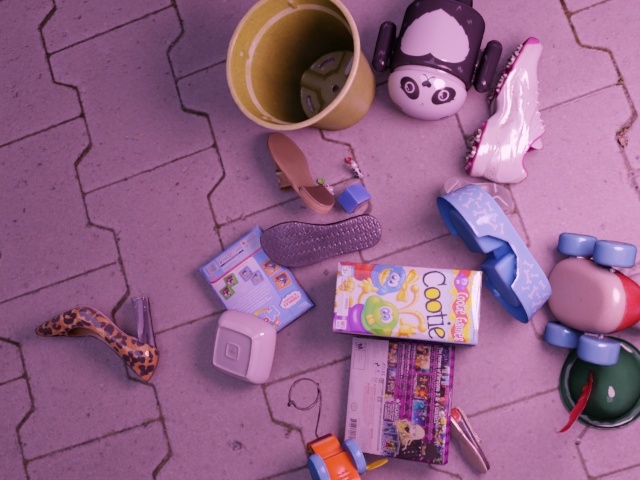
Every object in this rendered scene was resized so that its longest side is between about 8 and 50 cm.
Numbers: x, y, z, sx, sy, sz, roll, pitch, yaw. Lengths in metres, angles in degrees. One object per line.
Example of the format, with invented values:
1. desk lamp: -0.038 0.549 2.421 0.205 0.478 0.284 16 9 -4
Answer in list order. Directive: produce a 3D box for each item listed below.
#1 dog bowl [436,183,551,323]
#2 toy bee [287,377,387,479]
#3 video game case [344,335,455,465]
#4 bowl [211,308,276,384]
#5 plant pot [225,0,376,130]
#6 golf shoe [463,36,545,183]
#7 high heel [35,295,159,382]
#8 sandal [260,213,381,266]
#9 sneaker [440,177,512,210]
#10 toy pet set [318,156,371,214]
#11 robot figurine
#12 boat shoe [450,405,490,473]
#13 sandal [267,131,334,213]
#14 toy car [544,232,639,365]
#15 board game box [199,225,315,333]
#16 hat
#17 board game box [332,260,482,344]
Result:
1. dog bowl: 0.338 0.019 1.444 0.074 0.166 0.297 -35 93 -4
2. toy bee: 0.033 0.433 1.443 0.195 0.162 0.298 0 58 -7
3. video game case: 0.156 0.314 1.492 0.210 0.042 0.232 1 83 24
4. bowl: -0.169 0.224 1.553 0.142 0.053 0.142 17 103 27
5. plant pot: -0.009 -0.333 1.517 0.276 0.254 0.276 -2 85 23
6. golf shoe: 0.403 -0.257 1.527 0.140 0.115 0.306 22 93 2
7. high heel: -0.484 0.234 1.616 0.261 0.093 0.186 -12 73 0
8. sandal: 0.001 0.001 1.580 0.255 0.054 0.097 -6 97 -4
9. sneaker: 0.319 -0.093 1.540 0.152 0.061 0.053 14 77 -7
10. toy pet set: 0.043 -0.109 1.585 0.122 0.065 0.114 -39 77 4
11. robot figurine: 0.238 -0.385 1.531 0.209 0.174 0.278 9 81 51
12. boat shoe: 0.294 0.392 1.476 0.043 0.049 0.137 -25 73 -34
13. sandal: -0.061 -0.126 1.599 0.240 0.088 0.079 54 130 30
14. toy car: 0.577 0.110 1.419 0.238 0.210 0.219 5 96 -17
15. board game box: -0.135 0.100 1.601 0.160 0.039 0.211 -36 77 4
16. hat: 0.535 0.276 1.374 0.173 0.183 0.208 20 86 12
17. board game box: 0.175 0.126 1.486 0.275 0.144 0.142 4 82 11
